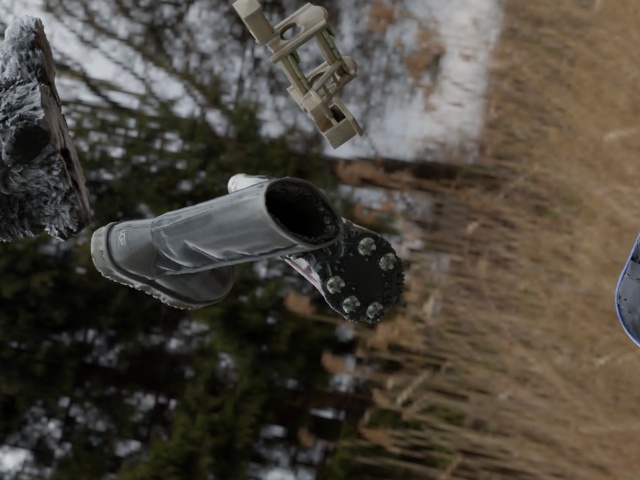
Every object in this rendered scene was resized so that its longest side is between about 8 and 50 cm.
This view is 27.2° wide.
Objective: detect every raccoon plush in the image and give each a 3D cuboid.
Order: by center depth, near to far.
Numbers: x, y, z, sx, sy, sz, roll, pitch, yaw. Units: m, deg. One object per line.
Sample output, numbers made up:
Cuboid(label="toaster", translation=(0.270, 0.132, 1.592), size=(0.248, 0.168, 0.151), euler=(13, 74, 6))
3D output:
Cuboid(label="raccoon plush", translation=(-0.489, -0.105, 1.804), size=(0.446, 0.299, 0.216), euler=(-110, 2, -56))

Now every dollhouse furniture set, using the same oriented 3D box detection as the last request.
Cuboid(label="dollhouse furniture set", translation=(-0.006, -0.243, 1.749), size=(0.161, 0.101, 0.182), euler=(54, 180, 43))

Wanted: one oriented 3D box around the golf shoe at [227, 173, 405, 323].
Cuboid(label="golf shoe", translation=(0.000, 0.000, 1.600), size=(0.105, 0.120, 0.273), euler=(-49, -52, 0))

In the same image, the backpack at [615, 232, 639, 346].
Cuboid(label="backpack", translation=(0.229, 0.034, 0.731), size=(0.084, 0.114, 0.105), euler=(-3, -59, -55))

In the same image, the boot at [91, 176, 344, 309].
Cuboid(label="boot", translation=(-0.070, 0.001, 1.150), size=(0.190, 0.209, 0.076), euler=(11, -116, -56))
